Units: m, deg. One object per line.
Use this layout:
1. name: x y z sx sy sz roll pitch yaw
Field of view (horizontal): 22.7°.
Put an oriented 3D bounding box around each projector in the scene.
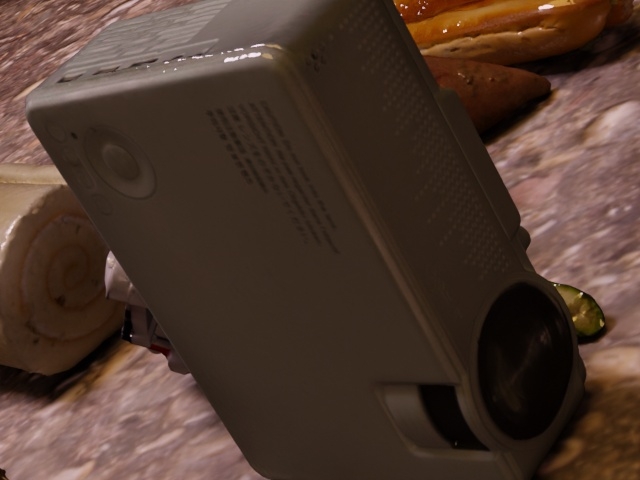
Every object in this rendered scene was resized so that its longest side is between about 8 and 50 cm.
1. projector: 0.000 0.000 0.780 0.192 0.257 0.099 -4 35 45

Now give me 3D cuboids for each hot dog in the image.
1. hot dog: 0.132 -0.166 1.198 0.249 0.068 0.100 -3 46 51

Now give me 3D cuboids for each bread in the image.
1. bread: -0.211 0.020 1.147 0.141 0.134 0.148 4 52 46

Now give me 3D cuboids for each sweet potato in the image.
1. sweet potato: -0.015 -0.082 1.163 0.354 0.095 0.106 -13 -12 29

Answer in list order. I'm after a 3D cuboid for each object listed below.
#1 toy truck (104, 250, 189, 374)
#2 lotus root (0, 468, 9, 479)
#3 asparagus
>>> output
1. toy truck: -0.061 -0.008 0.976 0.213 0.161 0.177 96 -168 -74
2. lotus root: -0.287 0.144 0.982 0.278 0.154 0.154 6 42 48
3. asparagus: 0.116 0.033 0.875 0.025 0.021 0.108 -38 25 -16
